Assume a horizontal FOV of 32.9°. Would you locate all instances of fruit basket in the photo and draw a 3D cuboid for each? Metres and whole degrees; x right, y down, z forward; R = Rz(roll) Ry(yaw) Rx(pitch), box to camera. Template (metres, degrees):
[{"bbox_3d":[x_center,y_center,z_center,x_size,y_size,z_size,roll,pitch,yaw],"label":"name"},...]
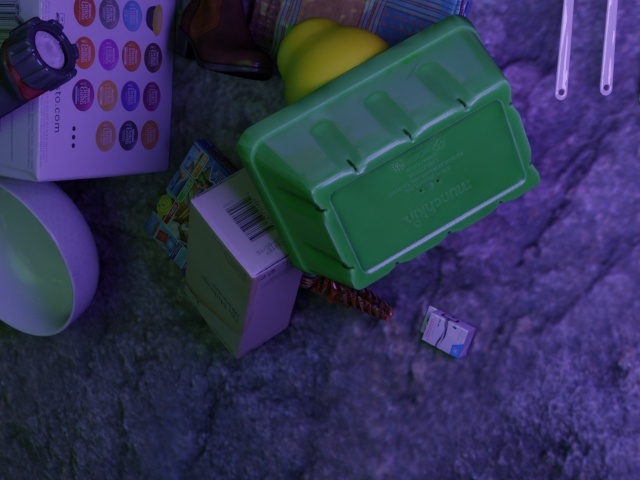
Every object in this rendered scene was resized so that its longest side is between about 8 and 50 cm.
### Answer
[{"bbox_3d":[0.069,-0.152,1.498,0.391,0.392,0.283,-2,128,33],"label":"fruit basket"}]

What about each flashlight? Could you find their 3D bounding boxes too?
[{"bbox_3d":[-0.493,-0.223,1.598,0.304,0.103,0.103,-21,87,29],"label":"flashlight"}]

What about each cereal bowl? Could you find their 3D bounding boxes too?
[{"bbox_3d":[-0.532,0.001,1.992,0.338,0.141,0.339,19,127,27],"label":"cereal bowl"}]

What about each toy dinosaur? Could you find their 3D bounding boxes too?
[{"bbox_3d":[0.000,0.000,1.698,0.321,0.164,0.218,29,133,12],"label":"toy dinosaur"}]

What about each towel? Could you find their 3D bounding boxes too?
[{"bbox_3d":[0.049,-0.350,1.668,0.370,0.040,0.272,24,107,29],"label":"towel"}]

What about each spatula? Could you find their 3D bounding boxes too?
[{"bbox_3d":[0.378,-0.301,1.424,0.168,0.019,0.242,1,102,-9],"label":"spatula"}]

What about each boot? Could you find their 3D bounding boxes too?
[{"bbox_3d":[-0.126,-0.407,1.724,0.264,0.096,0.281,37,114,57],"label":"boot"}]

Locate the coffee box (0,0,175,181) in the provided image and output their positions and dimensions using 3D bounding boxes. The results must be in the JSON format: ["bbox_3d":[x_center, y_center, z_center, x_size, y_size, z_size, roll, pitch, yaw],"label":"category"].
[{"bbox_3d":[-0.478,-0.291,1.835,0.338,0.334,0.338,9,100,29],"label":"coffee box"}]

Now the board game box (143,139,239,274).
[{"bbox_3d":[-0.211,-0.054,1.869,0.136,0.035,0.201,46,117,20],"label":"board game box"}]

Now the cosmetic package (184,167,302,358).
[{"bbox_3d":[-0.120,0.042,1.679,0.160,0.113,0.309,50,155,18],"label":"cosmetic package"}]

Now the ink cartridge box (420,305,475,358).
[{"bbox_3d":[0.186,0.137,1.637,0.083,0.028,0.048,27,109,28],"label":"ink cartridge box"}]

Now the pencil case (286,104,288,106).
[{"bbox_3d":[0.034,-0.167,1.666,0.206,0.086,0.088,25,74,30],"label":"pencil case"}]
